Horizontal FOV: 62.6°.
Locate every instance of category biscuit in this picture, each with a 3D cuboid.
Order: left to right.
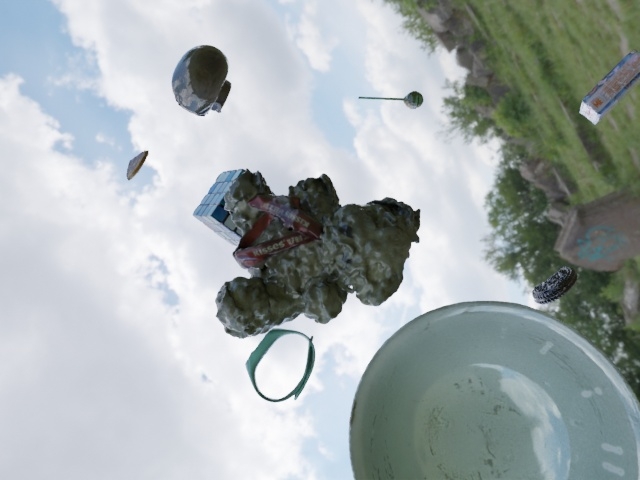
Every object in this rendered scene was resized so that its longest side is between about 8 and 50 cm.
[{"bbox_3d":[0.440,0.084,0.987,0.027,0.087,0.089,50,-133,-3],"label":"biscuit"}]

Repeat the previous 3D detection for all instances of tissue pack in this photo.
[{"bbox_3d":[0.688,-0.358,1.234,0.065,0.155,0.115,49,-164,17],"label":"tissue pack"}]

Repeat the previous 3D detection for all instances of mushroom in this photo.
[{"bbox_3d":[-0.278,-0.397,1.271,0.141,0.117,0.188,23,-121,-21],"label":"mushroom"}]

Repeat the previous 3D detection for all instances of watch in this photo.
[{"bbox_3d":[-0.114,0.370,1.595,0.195,0.237,0.068,35,167,8],"label":"watch"}]

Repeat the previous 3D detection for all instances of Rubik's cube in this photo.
[{"bbox_3d":[-0.220,-0.084,1.398,0.151,0.155,0.154,39,-108,-29],"label":"Rubik's cube"}]

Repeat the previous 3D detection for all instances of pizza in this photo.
[{"bbox_3d":[-0.555,-0.238,1.618,0.029,0.099,0.100,36,-157,-38],"label":"pizza"}]

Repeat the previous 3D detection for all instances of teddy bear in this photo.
[{"bbox_3d":[0.000,0.000,0.979,0.224,0.367,0.358,43,-144,-43],"label":"teddy bear"}]

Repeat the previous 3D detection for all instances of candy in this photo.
[{"bbox_3d":[0.218,-0.439,1.634,0.061,0.202,0.061,4,-90,-87],"label":"candy"}]

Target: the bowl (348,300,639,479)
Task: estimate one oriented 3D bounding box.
[{"bbox_3d":[0.274,0.326,0.859,0.196,0.434,0.435,47,-155,-69],"label":"bowl"}]
